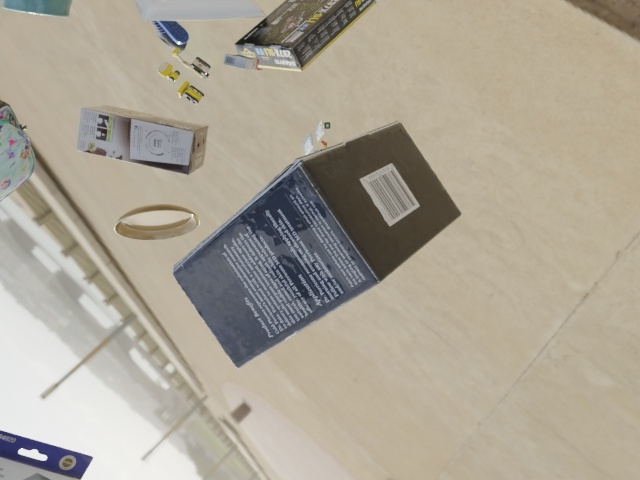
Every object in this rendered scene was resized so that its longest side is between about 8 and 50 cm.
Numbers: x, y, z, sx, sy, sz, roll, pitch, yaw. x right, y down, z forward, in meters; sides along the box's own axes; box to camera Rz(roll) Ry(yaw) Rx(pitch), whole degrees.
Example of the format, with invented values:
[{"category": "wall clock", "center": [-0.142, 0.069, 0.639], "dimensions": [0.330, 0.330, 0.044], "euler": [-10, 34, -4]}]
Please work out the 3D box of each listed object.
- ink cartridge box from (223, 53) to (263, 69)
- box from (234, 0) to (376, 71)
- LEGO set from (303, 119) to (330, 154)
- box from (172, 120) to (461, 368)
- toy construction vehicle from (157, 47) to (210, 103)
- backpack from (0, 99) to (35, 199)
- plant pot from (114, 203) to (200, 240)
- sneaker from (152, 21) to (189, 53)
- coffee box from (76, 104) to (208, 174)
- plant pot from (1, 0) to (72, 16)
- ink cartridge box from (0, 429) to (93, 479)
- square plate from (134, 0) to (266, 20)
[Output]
[{"category": "ink cartridge box", "center": [-0.193, -0.454, 1.668], "dimensions": [0.063, 0.115, 0.029], "euler": [17, 109, 14]}, {"category": "box", "center": [-0.045, -0.595, 1.806], "dimensions": [0.257, 0.322, 0.079], "euler": [21, 150, 43]}, {"category": "LEGO set", "center": [-0.017, -0.307, 2.251], "dimensions": [0.244, 0.060, 0.182], "euler": [137, 124, -63]}, {"category": "box", "center": [0.000, 0.000, 1.547], "dimensions": [0.472, 0.480, 0.297], "euler": [-34, 88, 37]}, {"category": "toy construction vehicle", "center": [-0.260, -0.316, 1.269], "dimensions": [0.098, 0.085, 0.035], "euler": [33, 157, -10]}, {"category": "backpack", "center": [-0.641, -0.155, 1.186], "dimensions": [0.191, 0.225, 0.253], "euler": [45, 159, -7]}, {"category": "plant pot", "center": [-0.461, -0.054, 1.857], "dimensions": [0.236, 0.237, 0.032], "euler": [114, 149, -70]}, {"category": "sneaker", "center": [-0.535, -0.733, 2.206], "dimensions": [0.232, 0.081, 0.090], "euler": [54, 149, -1]}, {"category": "coffee box", "center": [-0.464, -0.270, 1.742], "dimensions": [0.297, 0.118, 0.168], "euler": [12, -165, 1]}, {"category": "plant pot", "center": [-0.804, -0.775, 1.863], "dimensions": [0.272, 0.272, 0.255], "euler": [26, 115, 45]}, {"category": "ink cartridge box", "center": [-0.550, 0.438, 1.143], "dimensions": [0.224, 0.224, 0.045], "euler": [13, 134, 5]}, {"category": "square plate", "center": [-0.372, -0.727, 1.907], "dimensions": [0.344, 0.348, 0.049], "euler": [-122, 30, -44]}]
